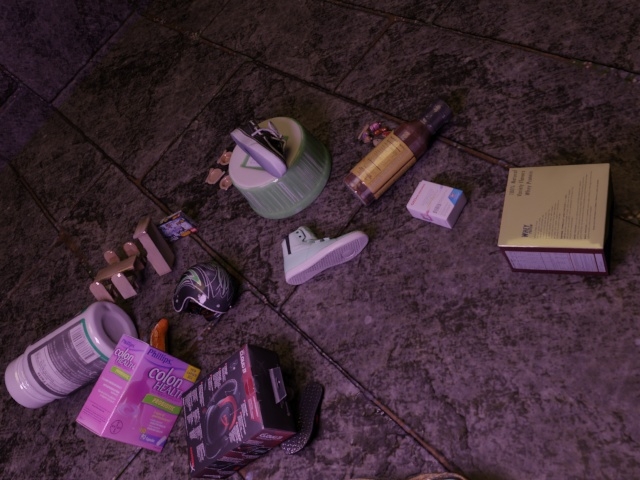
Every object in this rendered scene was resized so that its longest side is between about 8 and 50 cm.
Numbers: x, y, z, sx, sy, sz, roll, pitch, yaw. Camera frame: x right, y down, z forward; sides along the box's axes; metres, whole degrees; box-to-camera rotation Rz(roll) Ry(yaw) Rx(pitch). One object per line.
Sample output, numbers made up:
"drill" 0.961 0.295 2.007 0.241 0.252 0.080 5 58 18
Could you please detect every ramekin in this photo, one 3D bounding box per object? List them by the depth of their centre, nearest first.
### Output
"ramekin" -0.132 -0.230 1.725 0.304 0.148 0.303 -16 55 23

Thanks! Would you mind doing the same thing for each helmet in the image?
"helmet" -0.323 0.143 1.604 0.162 0.169 0.169 -35 47 31

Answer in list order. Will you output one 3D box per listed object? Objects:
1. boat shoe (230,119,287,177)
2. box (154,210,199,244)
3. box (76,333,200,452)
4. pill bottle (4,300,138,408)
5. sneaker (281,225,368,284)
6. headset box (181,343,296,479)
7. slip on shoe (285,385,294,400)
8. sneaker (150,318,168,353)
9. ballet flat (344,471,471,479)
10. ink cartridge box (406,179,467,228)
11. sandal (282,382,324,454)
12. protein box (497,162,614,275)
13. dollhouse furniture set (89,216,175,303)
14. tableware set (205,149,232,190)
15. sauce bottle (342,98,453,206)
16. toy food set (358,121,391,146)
"boat shoe" -0.152 -0.270 1.591 0.105 0.113 0.306 -41 33 -5
"box" -0.484 -0.040 1.863 0.137 0.094 0.027 -24 52 19
"box" -0.473 0.406 1.497 0.117 0.213 0.242 10 67 36
"pill bottle" -0.755 0.351 1.714 0.361 0.204 0.204 -31 50 12
"sneaker" -0.001 0.000 1.530 0.256 0.094 0.151 -28 57 18
"headset box" -0.193 0.403 1.347 0.293 0.110 0.218 -40 47 24
"slip on shoe" -0.129 0.403 1.398 0.135 0.041 0.051 -32 50 12
"sneaker" -0.471 0.317 1.666 0.068 0.064 0.175 5 69 12
"ballet flat" 0.149 0.521 1.103 0.349 0.123 0.123 -19 53 25
"ink cartridge box" 0.295 -0.093 1.436 0.123 0.052 0.088 23 75 38
"sandal" -0.033 0.424 1.333 0.067 0.040 0.179 4 50 28
"protein box" 0.509 -0.043 1.214 0.201 0.136 0.199 1 63 32
"dollhouse furniture set" -0.615 0.056 1.796 0.242 0.161 0.212 -22 28 5
"tableware set" -0.318 -0.241 1.935 0.169 0.020 0.141 24 77 39
"sauce bottle" 0.216 -0.243 1.545 0.344 0.111 0.111 -42 48 0
"toy food set" 0.166 -0.317 1.678 0.122 0.019 0.078 25 77 40
